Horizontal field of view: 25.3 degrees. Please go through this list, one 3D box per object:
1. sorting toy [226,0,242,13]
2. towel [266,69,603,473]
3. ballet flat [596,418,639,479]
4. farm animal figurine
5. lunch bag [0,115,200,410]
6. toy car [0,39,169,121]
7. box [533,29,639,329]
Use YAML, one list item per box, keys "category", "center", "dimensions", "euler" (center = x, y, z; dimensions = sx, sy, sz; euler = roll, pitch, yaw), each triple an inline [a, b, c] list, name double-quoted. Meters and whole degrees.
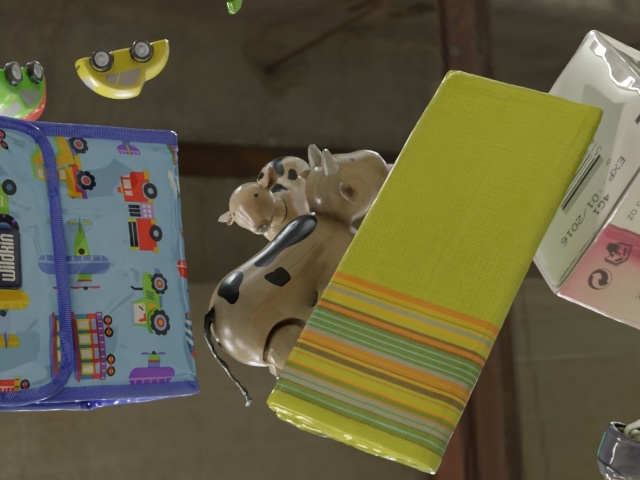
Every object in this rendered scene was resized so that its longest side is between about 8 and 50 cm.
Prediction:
- category: "sorting toy"
  center: [-0.058, -0.207, 1.031]
  dimensions: [0.062, 0.012, 0.083]
  euler: [32, -102, -19]
- category: "towel"
  center: [0.067, 0.011, 0.796]
  dimensions: [0.237, 0.102, 0.021]
  euler: [-61, -26, -20]
- category: "ballet flat"
  center: [0.354, 0.184, 1.300]
  dimensions: [0.203, 0.074, 0.074]
  euler: [-3, -96, 4]
- category: "farm animal figurine"
  center: [0.000, 0.000, 1.357]
  dimensions: [0.172, 0.330, 0.326]
  euler: [52, -121, -26]
- category: "lunch bag"
  center: [-0.245, 0.020, 1.093]
  dimensions: [0.293, 0.138, 0.220]
  euler: [5, -104, -53]
- category: "toy car"
  center: [-0.285, -0.147, 1.422]
  dimensions: [0.225, 0.239, 0.053]
  euler: [-26, -78, -70]
- category: "box"
  center: [0.249, -0.011, 0.893]
  dimensions: [0.232, 0.148, 0.126]
  euler: [22, -67, -20]
